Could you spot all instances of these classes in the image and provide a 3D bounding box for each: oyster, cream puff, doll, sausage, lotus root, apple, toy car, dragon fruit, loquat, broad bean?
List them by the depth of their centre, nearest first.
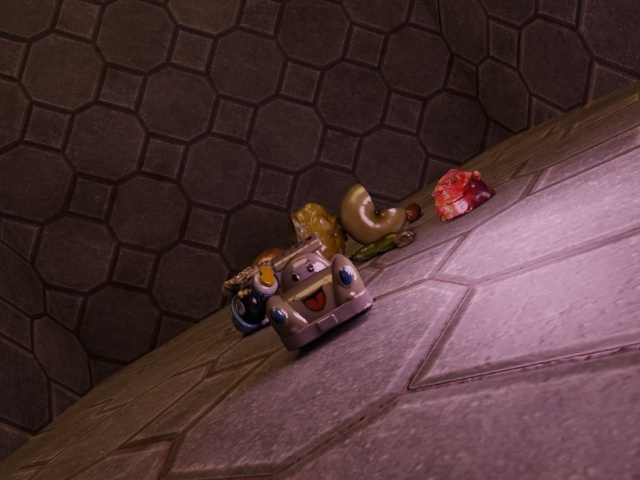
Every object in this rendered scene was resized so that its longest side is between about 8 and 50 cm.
[{"bbox_3d":[-0.020,0.115,1.187,0.242,0.226,0.336,-30,1,1],"label":"toy car"},{"bbox_3d":[0.517,-0.191,1.665,0.274,0.161,0.126,-30,0,-29],"label":"dragon fruit"},{"bbox_3d":[0.313,-0.009,1.690,0.099,0.054,0.049,-30,23,40],"label":"lotus root"},{"bbox_3d":[-0.266,0.240,1.774,0.314,0.141,0.177,-60,27,30],"label":"doll"},{"bbox_3d":[0.240,0.021,1.828,0.339,0.061,0.077,-29,10,37],"label":"broad bean"},{"bbox_3d":[-0.246,0.169,1.944,0.352,0.114,0.237,-17,-40,-21],"label":"oyster"},{"bbox_3d":[0.215,-0.093,2.038,0.233,0.295,0.258,-61,8,-10],"label":"apple"},{"bbox_3d":[0.000,0.000,2.122,0.276,0.378,0.378,-7,-2,-11],"label":"cream puff"},{"bbox_3d":[0.459,-0.139,2.283,0.076,0.076,0.197,-29,4,23],"label":"sausage"},{"bbox_3d":[-0.234,0.169,2.362,0.263,0.263,0.263,-31,3,2],"label":"loquat"}]

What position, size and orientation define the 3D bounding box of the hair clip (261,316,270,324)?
[{"bbox_3d":[-0.117,0.222,1.742,0.278,0.090,0.137,-31,-6,-11],"label":"hair clip"}]
